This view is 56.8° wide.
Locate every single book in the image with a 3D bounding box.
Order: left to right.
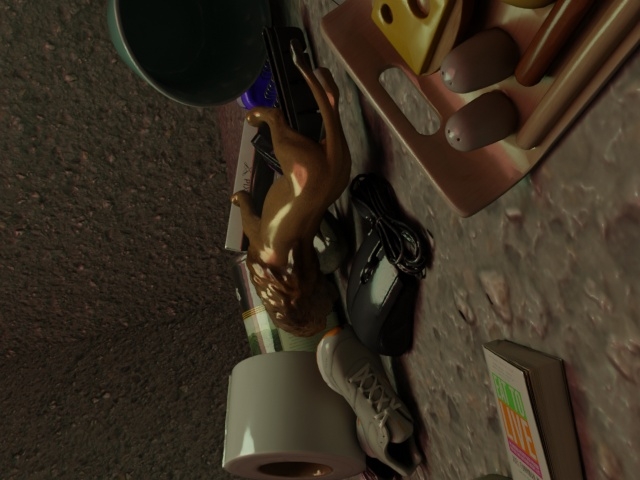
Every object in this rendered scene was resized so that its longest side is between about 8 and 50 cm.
[{"bbox_3d":[0.186,0.166,0.520,0.096,0.035,0.144,-168,64,-81],"label":"book"}]

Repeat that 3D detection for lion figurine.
[{"bbox_3d":[-0.032,-0.050,0.833,0.392,0.142,0.240,102,152,-47],"label":"lion figurine"}]

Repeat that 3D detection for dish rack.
[{"bbox_3d":[-0.058,-0.250,1.078,0.271,0.074,0.208,168,89,-79],"label":"dish rack"}]

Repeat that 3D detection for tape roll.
[{"bbox_3d":[-0.043,0.319,1.047,0.246,0.246,0.169,95,175,-57],"label":"tape roll"}]

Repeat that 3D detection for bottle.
[{"bbox_3d":[-0.149,-0.352,1.332,0.283,0.092,0.118,-137,47,-70],"label":"bottle"}]

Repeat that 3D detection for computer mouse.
[{"bbox_3d":[0.073,0.059,0.818,0.188,0.072,0.272,-118,18,-47],"label":"computer mouse"}]

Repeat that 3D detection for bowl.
[{"bbox_3d":[-0.259,-0.400,1.083,0.163,0.311,0.312,12,119,47],"label":"bowl"}]

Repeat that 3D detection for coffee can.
[{"bbox_3d":[-0.065,0.155,1.256,0.201,0.201,0.275,121,134,-74],"label":"coffee can"}]

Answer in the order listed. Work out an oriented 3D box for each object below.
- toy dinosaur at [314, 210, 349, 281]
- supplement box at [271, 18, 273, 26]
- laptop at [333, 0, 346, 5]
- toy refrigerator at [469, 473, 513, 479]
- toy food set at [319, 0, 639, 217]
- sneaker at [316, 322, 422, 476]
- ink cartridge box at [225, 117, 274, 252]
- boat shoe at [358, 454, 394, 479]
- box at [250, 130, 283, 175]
[{"bbox_3d":[0.000,0.000,1.060,0.160,0.121,0.313,60,143,15],"label":"toy dinosaur"},{"bbox_3d":[-0.177,-0.462,1.303,0.220,0.114,0.111,-143,40,-75],"label":"supplement box"},{"bbox_3d":[-0.121,-0.490,0.702,0.408,0.236,0.382,-118,18,-50],"label":"laptop"},{"bbox_3d":[0.191,0.384,0.579,0.102,0.094,0.270,118,138,-73],"label":"toy refrigerator"},{"bbox_3d":[0.077,-0.166,0.358,0.220,0.092,0.306,56,162,16],"label":"toy food set"},{"bbox_3d":[0.089,0.242,0.899,0.121,0.099,0.262,18,139,63],"label":"sneaker"},{"bbox_3d":[-0.156,-0.122,1.302,0.261,0.066,0.296,19,-101,-85],"label":"ink cartridge box"},{"bbox_3d":[0.081,0.364,1.134,0.076,0.080,0.228,112,147,-47],"label":"boat shoe"},{"bbox_3d":[-0.059,-0.132,1.072,0.116,0.029,0.162,37,176,11],"label":"box"}]
